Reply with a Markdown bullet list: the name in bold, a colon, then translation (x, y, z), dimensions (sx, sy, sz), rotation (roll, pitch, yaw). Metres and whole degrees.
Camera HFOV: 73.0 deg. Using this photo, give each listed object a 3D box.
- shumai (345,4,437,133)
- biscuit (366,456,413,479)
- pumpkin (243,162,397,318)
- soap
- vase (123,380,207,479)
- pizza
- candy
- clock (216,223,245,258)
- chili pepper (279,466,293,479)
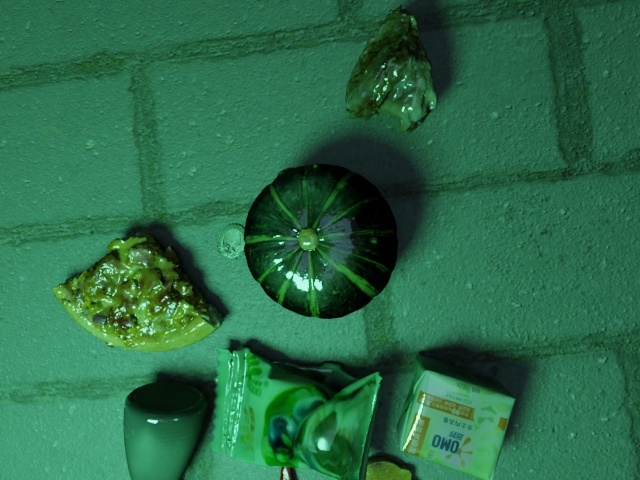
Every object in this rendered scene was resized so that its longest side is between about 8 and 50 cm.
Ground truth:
- **shumai**: translation (0.172, -0.348, 0.957), dimensions (0.185, 0.183, 0.218), rotation (25, 76, -29)
- **biscuit**: translation (0.109, 0.579, 0.972), dimensions (0.166, 0.036, 0.225), rotation (44, 89, 4)
- **pumpkin**: translation (0.000, 0.000, 0.897), dimensions (0.322, 0.241, 0.324), rotation (0, 86, 3)
- **soap**: translation (0.278, 0.367, 0.914), dimensions (0.199, 0.138, 0.182), rotation (17, 91, 4)
- **vase**: translation (-0.359, 0.496, 0.959), dimensions (0.173, 0.173, 0.322), rotation (10, 96, 5)
- **pizza**: translation (-0.417, 0.123, 0.999), dimensions (0.408, 0.114, 0.278), rotation (17, 95, 3)
- **candy**: translation (-0.069, 0.380, 0.935), dimensions (0.397, 0.172, 0.263), rotation (5, 84, 17)
- **clock**: translation (-0.209, 0.002, 1.030), dimensions (0.074, 0.010, 0.083), rotation (20, 89, 5)
- **chili pepper**: translation (-0.074, 0.565, 0.991), dimensions (0.045, 0.027, 0.178), rotation (-4, 86, 5)
